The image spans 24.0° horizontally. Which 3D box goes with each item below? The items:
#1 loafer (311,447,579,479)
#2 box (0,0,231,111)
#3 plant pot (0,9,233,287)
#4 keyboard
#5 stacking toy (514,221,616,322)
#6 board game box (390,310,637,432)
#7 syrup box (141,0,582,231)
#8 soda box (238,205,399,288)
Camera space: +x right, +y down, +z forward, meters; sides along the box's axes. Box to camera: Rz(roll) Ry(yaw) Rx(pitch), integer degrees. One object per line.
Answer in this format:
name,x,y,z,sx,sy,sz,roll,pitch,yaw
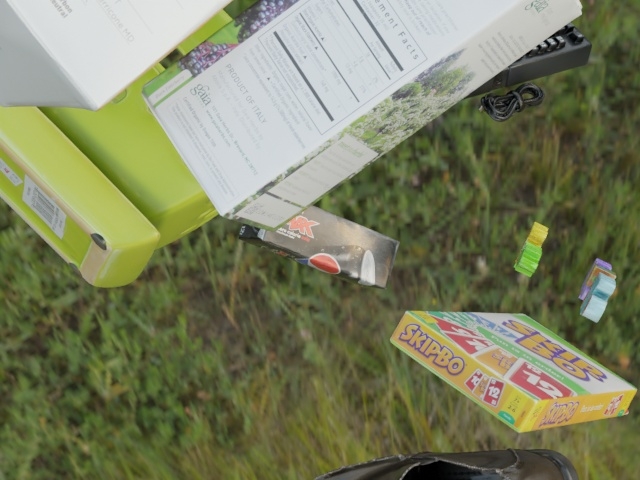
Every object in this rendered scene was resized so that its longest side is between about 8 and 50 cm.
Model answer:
loafer,0.058,0.171,0.986,0.220,0.078,0.080,-19,67,31
box,-0.085,-0.247,0.907,0.345,0.215,0.168,-42,110,-15
plant pot,-0.170,-0.095,1.289,0.227,0.228,0.207,45,71,-1
keyboard,0.113,-0.128,1.043,0.180,0.023,0.108,-19,64,-34
stacking toy,0.271,0.051,1.491,0.167,0.221,0.052,27,101,6
board game box,0.165,0.102,1.207,0.124,0.259,0.039,34,101,26
syrup box,0.027,-0.111,0.871,0.237,0.093,0.096,-36,76,10
soda box,0.000,0.000,1.607,0.169,0.053,0.060,21,80,-31
